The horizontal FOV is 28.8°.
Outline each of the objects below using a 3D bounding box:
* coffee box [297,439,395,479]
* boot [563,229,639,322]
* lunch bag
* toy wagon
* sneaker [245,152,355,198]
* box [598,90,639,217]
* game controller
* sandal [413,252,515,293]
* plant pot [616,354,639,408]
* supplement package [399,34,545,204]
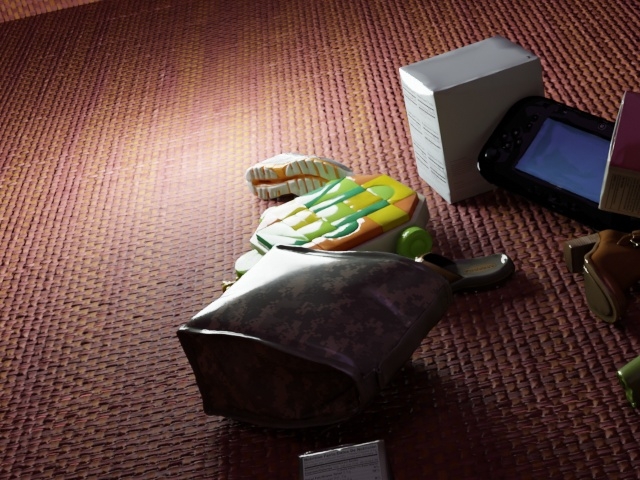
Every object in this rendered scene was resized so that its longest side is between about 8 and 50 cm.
[{"bbox_3d":[0.042,0.333,1.247,0.098,0.141,0.246,-12,27,4],"label":"coffee box"},{"bbox_3d":[0.429,0.035,1.700,0.152,0.073,0.197,-10,31,-2],"label":"boot"},{"bbox_3d":[0.007,0.128,1.610,0.287,0.169,0.235,3,32,37],"label":"lunch bag"},{"bbox_3d":[0.000,0.000,1.951,0.344,0.068,0.267,-24,30,-20],"label":"toy wagon"},{"bbox_3d":[-0.028,-0.118,2.169,0.214,0.084,0.083,6,29,34],"label":"sneaker"},{"bbox_3d":[0.515,-0.101,1.724,0.232,0.149,0.127,13,70,12],"label":"box"},{"bbox_3d":[0.395,-0.114,1.895,0.319,0.067,0.166,27,85,35],"label":"game controller"},{"bbox_3d":[0.172,0.048,1.796,0.219,0.060,0.090,-13,28,0],"label":"sandal"},{"bbox_3d":[0.399,0.162,1.483,0.079,0.083,0.083,-28,28,1],"label":"plant pot"},{"bbox_3d":[0.258,-0.203,2.066,0.194,0.203,0.149,-19,29,-12],"label":"supplement package"}]
